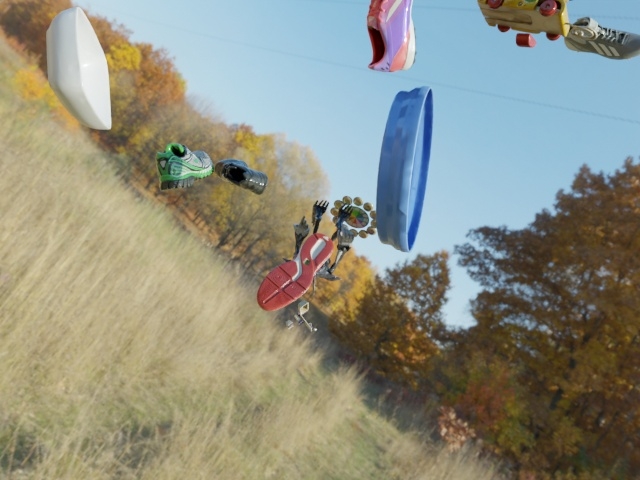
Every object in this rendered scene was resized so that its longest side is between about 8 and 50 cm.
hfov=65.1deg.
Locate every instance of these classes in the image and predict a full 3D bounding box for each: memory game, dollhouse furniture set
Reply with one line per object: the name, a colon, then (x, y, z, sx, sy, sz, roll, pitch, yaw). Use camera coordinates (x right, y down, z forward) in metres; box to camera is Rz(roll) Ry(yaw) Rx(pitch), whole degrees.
memory game: (0.120, -0.078, 1.742, 0.186, 0.012, 0.186, 14, -45, 15)
dollhouse furniture set: (-0.055, 0.254, 1.591, 0.081, 0.091, 0.114, 50, -19, 22)

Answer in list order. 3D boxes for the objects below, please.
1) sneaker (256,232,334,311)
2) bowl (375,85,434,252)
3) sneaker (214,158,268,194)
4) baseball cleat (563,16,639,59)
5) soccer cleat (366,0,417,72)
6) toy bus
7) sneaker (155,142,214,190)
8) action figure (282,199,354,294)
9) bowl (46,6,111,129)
sneaker: (-0.056, 0.091, 1.103, 0.087, 0.221, 0.128, 42, -29, 12)
bowl: (0.205, -0.168, 1.196, 0.077, 0.391, 0.391, 8, -15, 16)
sneaker: (-0.329, -0.263, 1.929, 0.286, 0.109, 0.130, 22, 4, 40)
baseball cleat: (0.730, -0.522, 1.293, 0.206, 0.072, 0.109, 19, -5, 36)
soccer cleat: (0.165, -0.579, 1.232, 0.108, 0.116, 0.318, -140, -140, -60)
toy bus: (0.402, -0.452, 0.936, 0.202, 0.104, 0.191, 23, 5, -13)
sneaker: (-0.484, -0.286, 1.812, 0.343, 0.134, 0.146, -73, 157, -71)
action figure: (0.000, 0.000, 1.315, 0.164, 0.275, 0.141, 15, -42, 1)
bowl: (-0.351, -0.242, 0.725, 0.142, 0.053, 0.142, 118, -36, -74)
